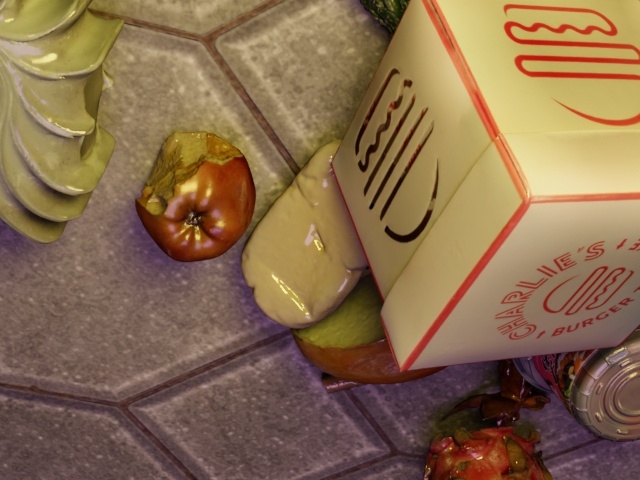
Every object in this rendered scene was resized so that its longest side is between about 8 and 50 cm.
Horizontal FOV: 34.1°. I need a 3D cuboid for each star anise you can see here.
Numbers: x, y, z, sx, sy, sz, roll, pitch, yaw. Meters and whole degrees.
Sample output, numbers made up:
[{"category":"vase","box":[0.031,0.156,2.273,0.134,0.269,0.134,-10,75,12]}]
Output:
[{"category":"star anise","box":[0.269,0.233,1.630,0.140,0.144,0.158,-54,131,-17]}]

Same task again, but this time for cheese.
[{"category":"cheese","box":[0.001,0.000,1.385,0.159,0.093,0.263,47,117,9]}]

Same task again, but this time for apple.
[{"category":"apple","box":[0.130,0.105,1.476,0.346,0.254,0.179,-21,85,15]},{"category":"apple","box":[-0.157,-0.046,1.329,0.156,0.158,0.147,-19,128,8]}]

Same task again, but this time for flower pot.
[{"category":"flower pot","box":[-0.370,-0.162,1.231,0.254,0.165,0.368,10,127,-2]}]

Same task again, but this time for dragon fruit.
[{"category":"dragon fruit","box":[0.263,0.378,1.671,0.211,0.147,0.282,-11,144,17]}]

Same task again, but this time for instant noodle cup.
[{"category":"instant noodle cup","box":[0.414,0.162,1.461,0.258,0.182,0.302,-43,118,13]}]

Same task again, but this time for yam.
[{"category":"yam","box":[0.074,0.208,1.613,0.145,0.032,0.032,-14,127,8]}]

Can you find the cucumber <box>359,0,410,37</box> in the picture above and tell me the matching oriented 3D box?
[{"category":"cucumber","box":[0.081,-0.299,1.182,0.096,0.096,0.359,-33,125,22]}]

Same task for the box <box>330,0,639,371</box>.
[{"category":"box","box":[0.227,-0.068,1.151,0.312,0.300,0.314,-2,144,-24]}]
